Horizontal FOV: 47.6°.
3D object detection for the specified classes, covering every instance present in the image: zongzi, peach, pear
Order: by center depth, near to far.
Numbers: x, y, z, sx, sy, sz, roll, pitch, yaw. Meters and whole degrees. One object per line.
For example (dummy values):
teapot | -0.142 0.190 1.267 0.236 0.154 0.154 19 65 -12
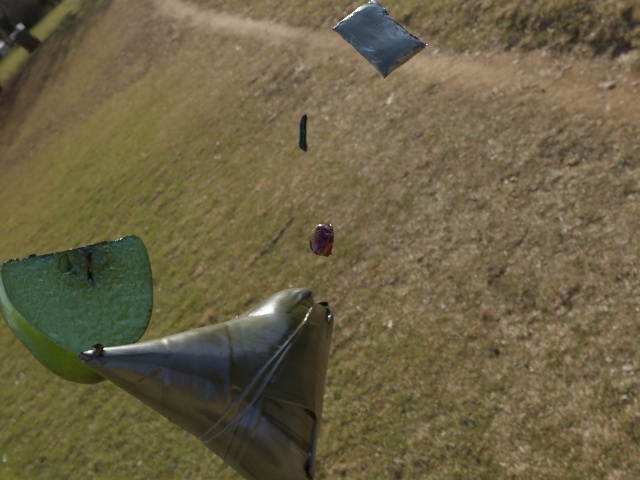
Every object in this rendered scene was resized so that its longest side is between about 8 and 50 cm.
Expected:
zongzi | -0.137 0.142 1.188 0.181 0.418 0.447 -40 23 33
pear | -0.441 0.138 1.354 0.159 0.292 0.292 -44 17 51
peach | 0.000 0.000 1.759 0.077 0.050 0.083 159 115 -63

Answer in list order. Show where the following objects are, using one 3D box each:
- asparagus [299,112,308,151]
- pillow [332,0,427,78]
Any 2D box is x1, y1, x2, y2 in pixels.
asparagus | -0.046 -0.299 2.012 0.021 0.025 0.108 1 89 24
pillow | 0.152 -0.527 1.881 0.148 0.050 0.230 -37 60 -6
